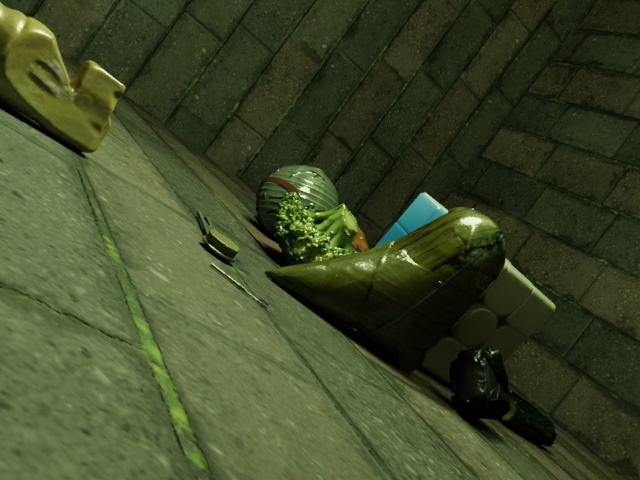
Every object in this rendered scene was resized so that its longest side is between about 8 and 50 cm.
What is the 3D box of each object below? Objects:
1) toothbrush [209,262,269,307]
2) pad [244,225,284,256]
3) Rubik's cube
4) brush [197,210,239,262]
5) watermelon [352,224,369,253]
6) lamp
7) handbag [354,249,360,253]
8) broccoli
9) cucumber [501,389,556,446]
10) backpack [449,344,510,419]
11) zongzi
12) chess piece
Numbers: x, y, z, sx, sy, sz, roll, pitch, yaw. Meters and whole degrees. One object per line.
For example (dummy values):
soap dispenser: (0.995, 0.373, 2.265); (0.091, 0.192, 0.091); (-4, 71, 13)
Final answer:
toothbrush: (-0.109, 0.059, 0.875); (0.097, 0.008, 0.006); (36, -11, 3)
pad: (-0.113, 0.014, 1.536); (0.113, 0.006, 0.188); (28, 5, -26)
Rubik's cube: (0.285, 0.120, 1.490); (0.291, 0.292, 0.290); (34, 12, -30)
brush: (-0.180, -0.018, 1.085); (0.062, 0.027, 0.266); (36, 2, -23)
watermelon: (0.075, 0.039, 2.112); (0.257, 0.193, 0.140); (51, -1, -16)
lamp: (-0.066, -0.092, 1.787); (0.233, 0.233, 0.265); (36, -19, -21)
handbag: (0.092, 0.083, 1.910); (0.182, 0.117, 0.270); (17, 4, -6)
broccoli: (-0.003, 0.000, 1.416); (0.176, 0.226, 0.198); (-7, -9, 18)
cucumber: (0.504, 0.435, 1.578); (0.265, 0.077, 0.077); (34, 4, -34)
backpack: (0.303, 0.283, 1.244); (0.105, 0.120, 0.165); (-4, -35, 20)
zongzi: (0.125, 0.033, 1.166); (0.360, 0.323, 0.160); (32, 12, -24)
chess piece: (-0.418, -0.244, 0.907); (0.301, 0.137, 0.137); (39, 1, -37)
